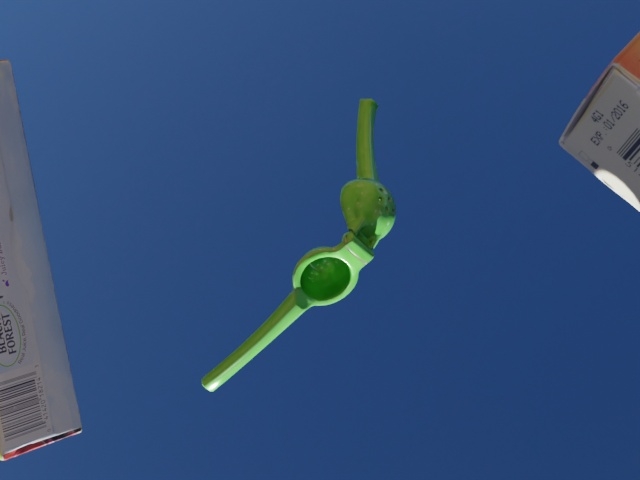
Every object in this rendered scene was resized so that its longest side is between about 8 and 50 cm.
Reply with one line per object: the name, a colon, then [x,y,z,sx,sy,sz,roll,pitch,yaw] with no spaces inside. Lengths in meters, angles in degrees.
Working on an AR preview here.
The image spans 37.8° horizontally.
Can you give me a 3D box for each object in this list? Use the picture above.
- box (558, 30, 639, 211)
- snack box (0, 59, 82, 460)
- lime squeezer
box: [0.295,-0.116,0.606,0.148,0.127,0.232,41,-104,11]
snack box: [-0.145,0.008,0.367,0.100,0.141,0.037,-2,-171,45]
lime squeezer: [0.000,0.000,0.810,0.109,0.059,0.310,17,-109,37]
